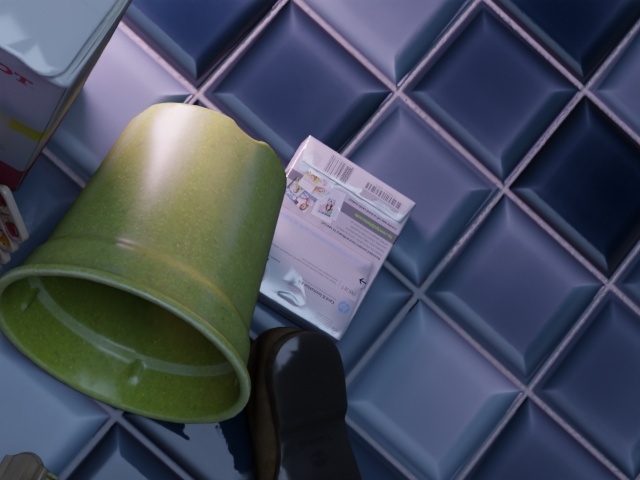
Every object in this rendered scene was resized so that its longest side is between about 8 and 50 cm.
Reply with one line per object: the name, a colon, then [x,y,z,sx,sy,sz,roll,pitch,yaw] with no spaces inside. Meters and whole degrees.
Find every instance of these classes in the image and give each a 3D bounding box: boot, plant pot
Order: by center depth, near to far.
plant pot: [-0.159,0.008,1.884,0.276,0.276,0.254,27,60,-9]
boot: [-0.027,0.239,1.949,0.112,0.115,0.305,-4,97,-26]

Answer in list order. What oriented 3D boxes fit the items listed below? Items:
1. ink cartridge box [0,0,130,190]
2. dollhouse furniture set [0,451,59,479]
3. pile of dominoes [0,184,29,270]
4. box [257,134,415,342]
ink cartridge box: [-0.348,-0.227,1.795,0.279,0.385,0.160,34,70,-7]
dollhouse furniture set: [-0.259,0.268,1.788,0.182,0.161,0.101,48,62,-47]
pile of dominoes: [-0.380,-0.044,1.814,0.040,0.251,0.196,-33,89,-31]
box: [0.000,0.000,2.035,0.145,0.038,0.186,32,70,-7]
